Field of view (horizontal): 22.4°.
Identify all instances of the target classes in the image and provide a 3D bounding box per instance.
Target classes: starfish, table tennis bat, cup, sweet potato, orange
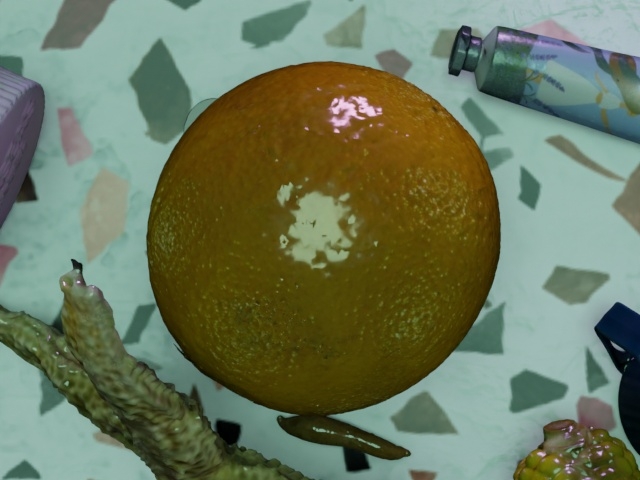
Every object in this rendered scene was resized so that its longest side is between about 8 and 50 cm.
[{"bbox_3d":[-0.110,0.136,1.210,0.432,0.324,0.082,34,76,-2],"label":"starfish"},{"bbox_3d":[-0.093,-0.078,1.345,0.050,0.007,0.083,18,88,2],"label":"table tennis bat"},{"bbox_3d":[0.292,0.117,1.256,0.176,0.155,0.131,39,90,1],"label":"cup"},{"bbox_3d":[0.019,0.161,1.329,0.115,0.026,0.026,16,90,3],"label":"sweet potato"},{"bbox_3d":[0.000,0.000,1.215,0.274,0.274,0.274,0,89,2],"label":"orange"}]

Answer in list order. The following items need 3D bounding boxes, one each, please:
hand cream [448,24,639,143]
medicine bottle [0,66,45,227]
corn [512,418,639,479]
[{"bbox_3d":[0.231,-0.125,1.319,0.256,0.055,0.088,15,90,-5],"label":"hand cream"},{"bbox_3d":[-0.381,-0.102,1.271,0.291,0.178,0.178,22,90,2],"label":"medicine bottle"},{"bbox_3d":[0.234,0.318,1.276,0.120,0.120,0.363,-13,92,2],"label":"corn"}]
